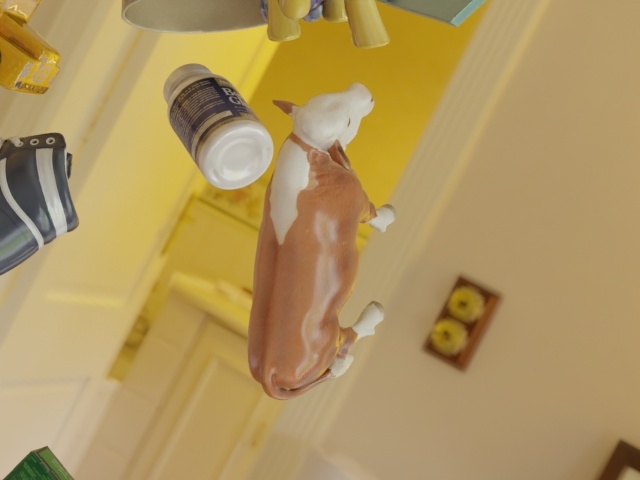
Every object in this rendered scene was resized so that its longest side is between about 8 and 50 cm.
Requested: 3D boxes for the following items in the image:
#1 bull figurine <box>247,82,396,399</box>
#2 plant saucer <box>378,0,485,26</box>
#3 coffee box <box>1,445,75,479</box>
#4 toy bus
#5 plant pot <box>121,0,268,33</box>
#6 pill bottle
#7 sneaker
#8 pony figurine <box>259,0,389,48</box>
[{"bbox_3d":[0.000,0.000,1.345,0.101,0.311,0.188,15,4,28],"label":"bull figurine"},{"bbox_3d":[0.134,-0.288,1.625,0.018,0.067,0.192,50,-7,-28],"label":"plant saucer"},{"bbox_3d":[-0.370,0.352,1.697,0.113,0.184,0.040,48,17,10],"label":"coffee box"},{"bbox_3d":[-0.446,-0.308,1.628,0.332,0.130,0.108,36,6,8],"label":"toy bus"},{"bbox_3d":[-0.149,-0.440,1.832,0.256,0.274,0.256,-6,-4,0],"label":"plant pot"},{"bbox_3d":[-0.131,-0.145,1.677,0.094,0.094,0.169,26,20,-43],"label":"pill bottle"},{"bbox_3d":[-0.342,-0.098,1.339,0.282,0.153,0.099,58,-19,13],"label":"sneaker"},{"bbox_3d":[-0.024,-0.413,1.537,0.302,0.364,0.351,-11,19,-7],"label":"pony figurine"}]
